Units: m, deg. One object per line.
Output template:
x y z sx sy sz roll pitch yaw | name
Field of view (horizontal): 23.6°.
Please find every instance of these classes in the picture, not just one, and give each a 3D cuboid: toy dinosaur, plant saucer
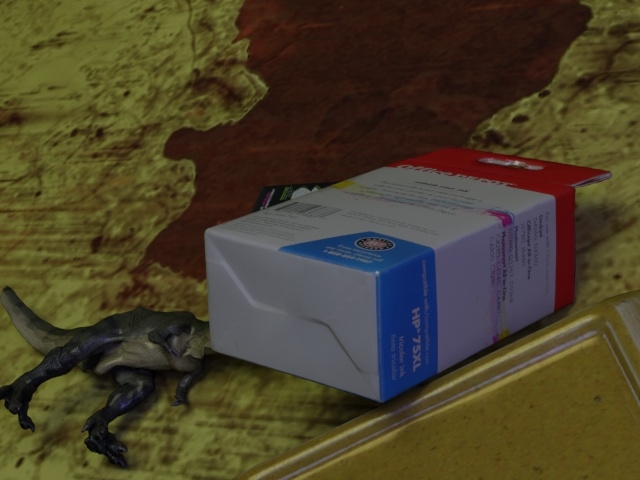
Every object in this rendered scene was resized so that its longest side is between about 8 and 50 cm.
-0.148 0.084 1.033 0.268 0.064 0.118 1 43 37 | toy dinosaur
0.090 0.177 0.763 0.332 0.081 0.333 -27 39 7 | plant saucer

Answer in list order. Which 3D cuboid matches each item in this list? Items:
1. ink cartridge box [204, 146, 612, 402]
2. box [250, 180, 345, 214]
0.059 0.010 0.907 0.134 0.078 0.231 13 24 41 | ink cartridge box
0.000 0.000 1.014 0.083 0.062 0.052 -1 50 32 | box
